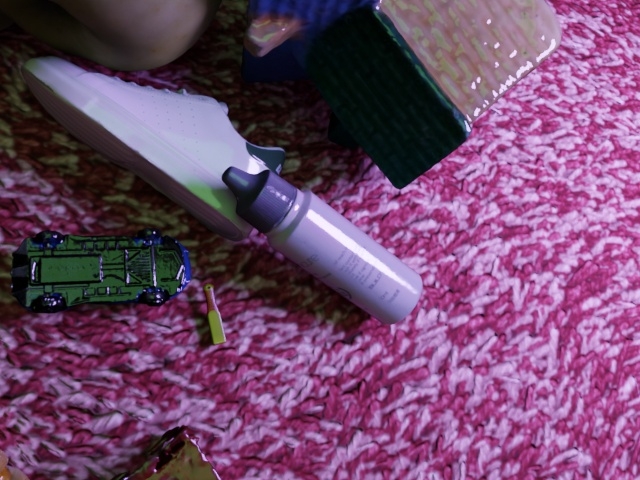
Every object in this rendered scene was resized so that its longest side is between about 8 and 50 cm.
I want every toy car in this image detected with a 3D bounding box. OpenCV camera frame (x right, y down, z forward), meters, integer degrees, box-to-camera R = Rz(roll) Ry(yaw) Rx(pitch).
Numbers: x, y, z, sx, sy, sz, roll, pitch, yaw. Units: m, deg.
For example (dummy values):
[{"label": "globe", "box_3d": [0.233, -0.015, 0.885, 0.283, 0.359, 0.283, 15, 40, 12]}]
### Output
[{"label": "toy car", "box_3d": [-0.277, 0.040, 0.769, 0.216, 0.063, 0.103, -1, 75, -22]}]

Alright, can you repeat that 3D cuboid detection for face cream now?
[{"label": "face cream", "box_3d": [0.000, 0.000, 0.791, 0.311, 0.092, 0.092, 36, 67, -24]}]

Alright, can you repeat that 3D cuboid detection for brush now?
[{"label": "brush", "box_3d": [-0.145, 0.099, 0.808, 0.019, 0.021, 0.083, -12, 83, -17]}]

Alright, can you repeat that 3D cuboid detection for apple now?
[{"label": "apple", "box_3d": [-0.267, -0.397, 0.723, 0.357, 0.357, 0.357, 4, 73, -14]}]

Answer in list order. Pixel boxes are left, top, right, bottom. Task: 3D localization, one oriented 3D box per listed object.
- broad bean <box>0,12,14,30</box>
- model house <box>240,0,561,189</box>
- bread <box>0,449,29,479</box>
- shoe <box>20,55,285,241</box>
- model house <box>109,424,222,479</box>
[{"label": "broad bean", "box_3d": [-0.512, -0.343, 0.803, 0.189, 0.121, 0.263, 44, 55, -3]}, {"label": "model house", "box_3d": [0.068, -0.286, 0.847, 0.343, 0.334, 0.382, -42, 93, -12]}, {"label": "bread", "box_3d": [-0.405, 0.269, 0.656, 0.177, 0.084, 0.119, 43, 68, -4]}, {"label": "shoe", "box_3d": [-0.211, -0.162, 0.815, 0.363, 0.132, 0.160, 36, 69, -7]}, {"label": "model house", "box_3d": [-0.137, 0.343, 0.646, 0.160, 0.196, 0.254, -40, 88, -24]}]
